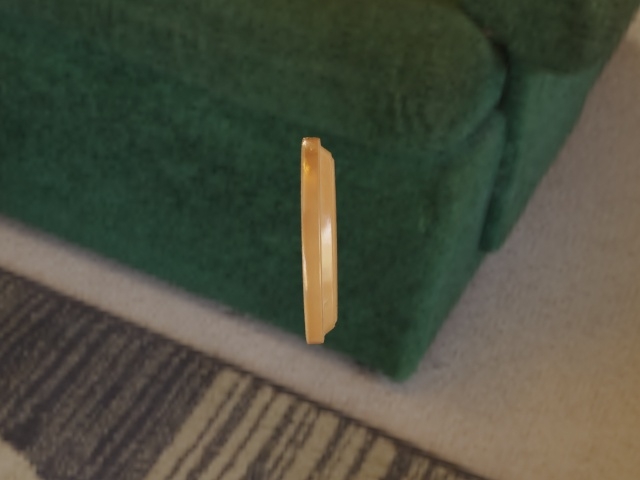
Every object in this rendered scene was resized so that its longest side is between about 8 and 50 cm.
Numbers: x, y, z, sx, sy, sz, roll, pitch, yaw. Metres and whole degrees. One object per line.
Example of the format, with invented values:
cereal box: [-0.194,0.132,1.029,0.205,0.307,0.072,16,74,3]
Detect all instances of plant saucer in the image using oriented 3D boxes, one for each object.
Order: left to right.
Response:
plant saucer: [0.000,0.000,0.610,0.013,0.083,0.083,-1,40,2]
